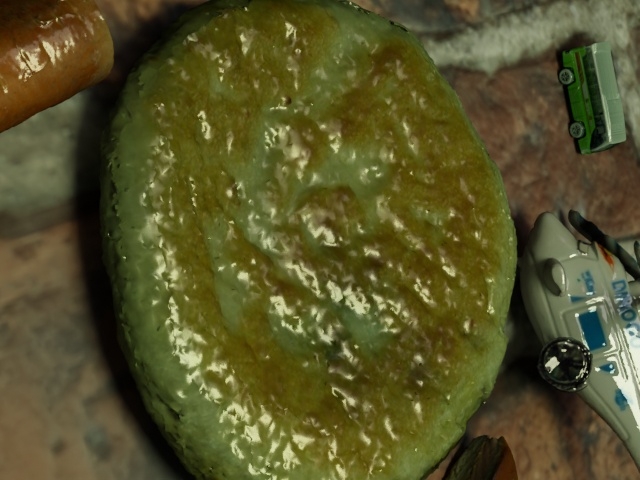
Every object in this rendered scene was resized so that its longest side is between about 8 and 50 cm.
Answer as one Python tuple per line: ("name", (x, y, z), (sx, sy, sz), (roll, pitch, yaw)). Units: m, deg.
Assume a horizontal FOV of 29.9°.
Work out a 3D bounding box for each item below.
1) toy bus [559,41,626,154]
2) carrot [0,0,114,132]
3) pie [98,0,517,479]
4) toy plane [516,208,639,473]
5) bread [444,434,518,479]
("toy bus", (0.213, -0.111, 0.936), (0.031, 0.037, 0.083), (-13, 92, -44))
("carrot", (-0.188, -0.057, 0.539), (0.210, 0.061, 0.061), (-37, 108, -36))
("pie", (0.000, 0.000, 0.695), (0.323, 0.070, 0.323), (12, 72, -39))
("toy plane", (0.208, 0.110, 0.839), (0.182, 0.107, 0.273), (-81, 154, -82))
("bread", (0.099, 0.182, 0.769), (0.062, 0.043, 0.109), (0, 84, -45))
